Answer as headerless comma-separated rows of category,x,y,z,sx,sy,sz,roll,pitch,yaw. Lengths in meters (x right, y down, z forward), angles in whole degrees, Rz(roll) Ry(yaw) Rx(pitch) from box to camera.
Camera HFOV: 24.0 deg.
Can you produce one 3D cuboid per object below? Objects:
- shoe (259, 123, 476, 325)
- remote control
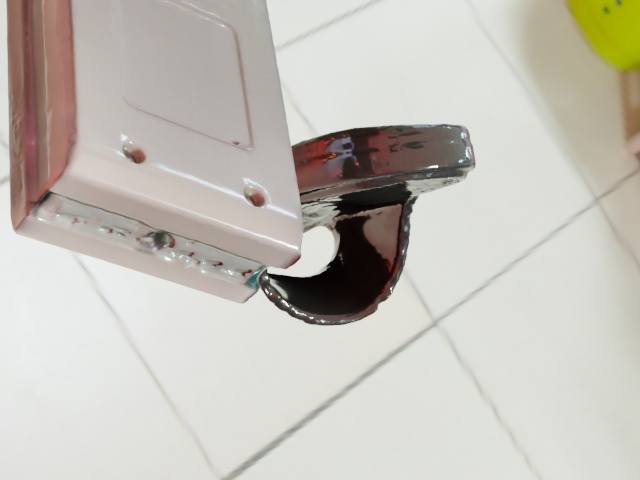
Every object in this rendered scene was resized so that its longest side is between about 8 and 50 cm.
shoe,0.000,0.000,0.821,0.108,0.241,0.093,-5,83,-27
remote control,-0.078,-0.105,0.631,0.103,0.055,0.277,19,44,-32
